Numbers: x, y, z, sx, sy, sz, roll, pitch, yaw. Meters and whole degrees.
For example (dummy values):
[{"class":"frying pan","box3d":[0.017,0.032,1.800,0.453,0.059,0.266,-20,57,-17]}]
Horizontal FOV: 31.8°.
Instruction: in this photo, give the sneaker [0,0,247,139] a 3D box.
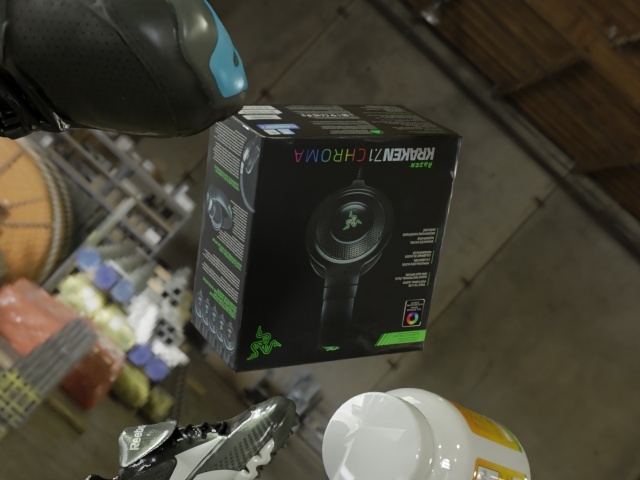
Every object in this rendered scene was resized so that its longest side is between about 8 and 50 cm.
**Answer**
[{"class":"sneaker","box3d":[-0.194,-0.091,0.612,0.341,0.139,0.125,12,-36,31]}]

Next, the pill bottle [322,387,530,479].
[{"class":"pill bottle","box3d":[0.104,0.221,1.107,0.136,0.136,0.246,40,5,35]}]

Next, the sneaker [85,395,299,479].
[{"class":"sneaker","box3d":[-0.130,0.202,1.029,0.106,0.234,0.078,50,13,-9]}]

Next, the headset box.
[{"class":"headset box","box3d":[0.000,0.000,1.245,0.246,0.283,0.131,-3,23,-29]}]
